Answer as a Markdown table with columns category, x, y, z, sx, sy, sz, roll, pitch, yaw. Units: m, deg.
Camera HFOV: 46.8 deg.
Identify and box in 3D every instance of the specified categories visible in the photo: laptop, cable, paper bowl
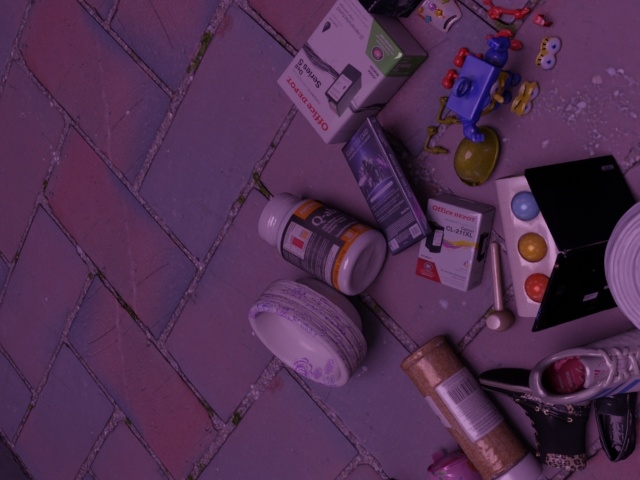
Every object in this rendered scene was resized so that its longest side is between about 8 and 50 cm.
| category | x | y | z | sx | sy | sz | roll | pitch | yaw |
| --- | --- | --- | --- | --- | --- | --- | --- | --- | --- |
| laptop | 0.461 | 0.004 | 1.344 | 0.136 | 0.234 | 0.264 | 46 | 137 | 45 |
| cable | 0.599 | 0.046 | 1.209 | 0.257 | 0.089 | 0.257 | 33 | 115 | 16 |
| paper bowl | -0.017 | 0.201 | 1.734 | 0.284 | 0.148 | 0.284 | 29 | 149 | 19 |

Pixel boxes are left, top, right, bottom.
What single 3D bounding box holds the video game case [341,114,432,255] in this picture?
| category | x | y | z | sx | sy | sz | roll | pitch | yaw |
| --- | --- | --- | --- | --- | --- | --- | --- | --- | --- |
| video game case | 0.138 | -0.113 | 1.604 | 0.274 | 0.026 | 0.196 | 65 | 161 | 6 |

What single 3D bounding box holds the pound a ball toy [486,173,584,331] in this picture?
| category | x | y | z | sx | sy | sz | roll | pitch | yaw |
| --- | --- | --- | --- | --- | --- | --- | --- | --- | --- |
| pound a ball toy | 0.396 | 0.032 | 1.447 | 0.208 | 0.135 | 0.319 | -6 | 96 | 36 |

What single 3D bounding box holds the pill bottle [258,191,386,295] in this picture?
| category | x | y | z | sx | sy | sz | roll | pitch | yaw |
| --- | --- | --- | --- | --- | --- | --- | --- | --- | --- |
| pill bottle | 0.000 | 0.000 | 1.706 | 0.278 | 0.162 | 0.162 | 28 | 116 | 29 |

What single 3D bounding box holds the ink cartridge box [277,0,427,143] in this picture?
| category | x | y | z | sx | sy | sz | roll | pitch | yaw |
| --- | --- | --- | --- | --- | --- | --- | --- | --- | --- |
| ink cartridge box | 0.063 | -0.372 | 1.605 | 0.198 | 0.114 | 0.273 | 53 | 125 | 14 |

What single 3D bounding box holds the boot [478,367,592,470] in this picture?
| category | x | y | z | sx | sy | sz | roll | pitch | yaw |
| --- | --- | --- | --- | --- | --- | --- | --- | --- | --- |
| boot | 0.440 | 0.367 | 1.527 | 0.236 | 0.085 | 0.179 | 5 | 107 | 36 |

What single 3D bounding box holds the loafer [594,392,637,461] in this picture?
| category | x | y | z | sx | sy | sz | roll | pitch | yaw |
| --- | --- | --- | --- | --- | --- | --- | --- | --- | --- |
| loafer | 0.567 | 0.316 | 1.424 | 0.076 | 0.078 | 0.223 | -3 | 97 | 36 |

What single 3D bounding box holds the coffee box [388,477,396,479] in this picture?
| category | x | y | z | sx | sy | sz | roll | pitch | yaw |
| --- | --- | --- | --- | --- | --- | --- | --- | --- | --- |
| coffee box | 0.167 | 0.627 | 1.720 | 0.113 | 0.184 | 0.040 | 11 | 108 | 34 |

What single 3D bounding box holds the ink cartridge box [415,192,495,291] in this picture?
| category | x | y | z | sx | sy | sz | roll | pitch | yaw |
| --- | --- | --- | --- | --- | --- | --- | --- | --- | --- |
| ink cartridge box | 0.282 | 0.002 | 1.561 | 0.127 | 0.072 | 0.175 | 19 | 112 | 32 |

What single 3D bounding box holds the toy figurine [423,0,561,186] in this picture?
| category | x | y | z | sx | sy | sz | roll | pitch | yaw |
| --- | --- | --- | --- | --- | --- | --- | --- | --- | --- |
| toy figurine | 0.278 | -0.277 | 1.410 | 0.191 | 0.217 | 0.363 | 36 | 119 | 24 |

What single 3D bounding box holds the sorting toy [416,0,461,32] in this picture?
| category | x | y | z | sx | sy | sz | roll | pitch | yaw |
| --- | --- | --- | --- | --- | --- | --- | --- | --- | --- |
| sorting toy | 0.245 | -0.466 | 1.506 | 0.075 | 0.045 | 0.083 | 43 | 124 | -2 |

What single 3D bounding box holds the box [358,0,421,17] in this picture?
| category | x | y | z | sx | sy | sz | roll | pitch | yaw |
| --- | --- | --- | --- | --- | --- | --- | --- | --- | --- |
| box | 0.158 | -0.536 | 1.471 | 0.156 | 0.158 | 0.093 | -45 | 73 | 34 |

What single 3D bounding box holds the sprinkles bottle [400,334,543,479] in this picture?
| category | x | y | z | sx | sy | sz | roll | pitch | yaw |
| --- | --- | --- | --- | --- | --- | --- | --- | --- | --- |
| sprinkles bottle | 0.321 | 0.377 | 1.591 | 0.121 | 0.121 | 0.355 | -45 | 73 | 34 |

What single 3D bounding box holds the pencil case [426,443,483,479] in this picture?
| category | x | y | z | sx | sy | sz | roll | pitch | yaw |
| --- | --- | --- | --- | --- | --- | --- | --- | --- | --- |
| pencil case | 0.339 | 0.600 | 1.635 | 0.124 | 0.124 | 0.284 | -30 | 83 | 37 |

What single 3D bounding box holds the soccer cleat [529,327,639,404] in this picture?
| category | x | y | z | sx | sy | sz | roll | pitch | yaw |
| --- | --- | --- | --- | --- | --- | --- | --- | --- | --- |
| soccer cleat | 0.540 | 0.227 | 1.333 | 0.331 | 0.143 | 0.116 | -22 | 73 | 17 |
